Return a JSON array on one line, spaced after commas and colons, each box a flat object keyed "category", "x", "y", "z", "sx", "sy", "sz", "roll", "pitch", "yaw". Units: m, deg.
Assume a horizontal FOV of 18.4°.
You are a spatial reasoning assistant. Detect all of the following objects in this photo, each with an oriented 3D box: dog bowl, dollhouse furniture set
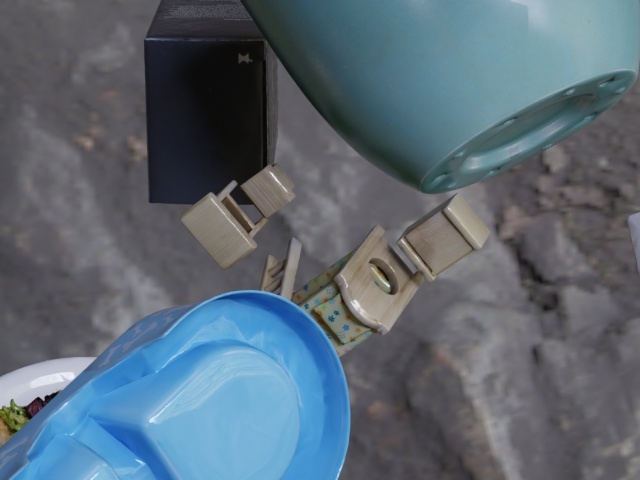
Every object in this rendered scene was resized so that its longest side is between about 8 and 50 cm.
[{"category": "dog bowl", "x": -0.111, "y": 0.152, "z": 1.190, "sx": 0.074, "sy": 0.297, "sz": 0.166, "roll": 6, "pitch": 133, "yaw": 51}, {"category": "dollhouse furniture set", "x": 0.000, "y": 0.000, "z": 1.503, "sx": 0.182, "sy": 0.101, "sz": 0.161, "roll": -36, "pitch": 98, "yaw": 32}]

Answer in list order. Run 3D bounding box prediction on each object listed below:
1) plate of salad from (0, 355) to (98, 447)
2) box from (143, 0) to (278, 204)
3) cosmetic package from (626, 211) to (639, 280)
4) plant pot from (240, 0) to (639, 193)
[{"category": "plate of salad", "x": -0.166, "y": 0.141, "z": 1.392, "sx": 0.200, "sy": 0.200, "sz": 0.048, "roll": 30, "pitch": 134, "yaw": 31}, {"category": "box", "x": -0.095, "y": -0.133, "z": 1.775, "sx": 0.108, "sy": 0.207, "sz": 0.153, "roll": 1, "pitch": 108, "yaw": 1}, {"category": "cosmetic package", "x": 0.400, "y": 0.063, "z": 1.652, "sx": 0.224, "sy": 0.138, "sz": 0.224, "roll": -17, "pitch": 78, "yaw": 49}, {"category": "plant pot", "x": 0.100, "y": -0.176, "z": 1.465, "sx": 0.293, "sy": 0.293, "sz": 0.235, "roll": -34, "pitch": 76, "yaw": 33}]
